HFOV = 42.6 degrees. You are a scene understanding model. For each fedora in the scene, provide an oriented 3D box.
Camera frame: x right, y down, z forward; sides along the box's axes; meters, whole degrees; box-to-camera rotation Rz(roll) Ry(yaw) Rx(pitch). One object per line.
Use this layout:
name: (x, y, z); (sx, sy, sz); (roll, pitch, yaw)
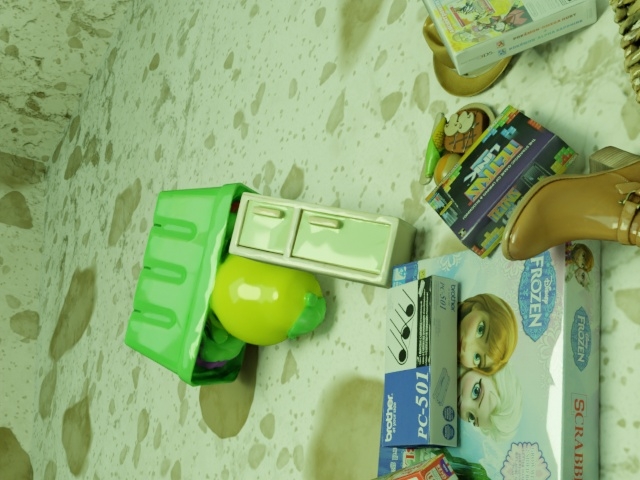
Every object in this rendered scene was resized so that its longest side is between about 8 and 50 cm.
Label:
fedora: (0.209, -0.305, 1.196); (0.194, 0.079, 0.195); (-31, 52, 50)

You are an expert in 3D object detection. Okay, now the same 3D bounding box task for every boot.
boot: (0.302, -0.019, 0.857); (0.197, 0.073, 0.152); (-37, 43, -10)

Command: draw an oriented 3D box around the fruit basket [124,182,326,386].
fruit basket: (-0.140, 0.088, 1.492); (0.391, 0.283, 0.393); (-2, 83, 14)

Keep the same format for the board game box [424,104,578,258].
board game box: (0.223, -0.078, 1.042); (0.170, 0.048, 0.141); (-50, 23, 11)

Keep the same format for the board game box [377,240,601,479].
board game box: (0.199, 0.168, 1.024); (0.318, 0.065, 0.319); (-17, 63, 54)

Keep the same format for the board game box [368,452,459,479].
board game box: (0.123, 0.351, 0.998); (0.147, 0.045, 0.193); (57, 144, 9)

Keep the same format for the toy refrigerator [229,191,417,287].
toy refrigerator: (0.000, 0.000, 1.262); (0.269, 0.094, 0.102); (11, 85, 27)

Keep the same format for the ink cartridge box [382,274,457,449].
ink cartridge box: (0.126, 0.155, 1.037); (0.097, 0.046, 0.207); (-24, 58, 55)

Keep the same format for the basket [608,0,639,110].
basket: (0.414, -0.225, 0.651); (0.299, 0.222, 0.214); (-24, 75, 54)

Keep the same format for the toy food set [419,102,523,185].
toy food set: (0.201, -0.136, 1.175); (0.192, 0.038, 0.133); (10, 85, 59)

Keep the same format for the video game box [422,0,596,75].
video game box: (0.238, -0.328, 1.094); (0.187, 0.048, 0.205); (-19, 50, 5)
